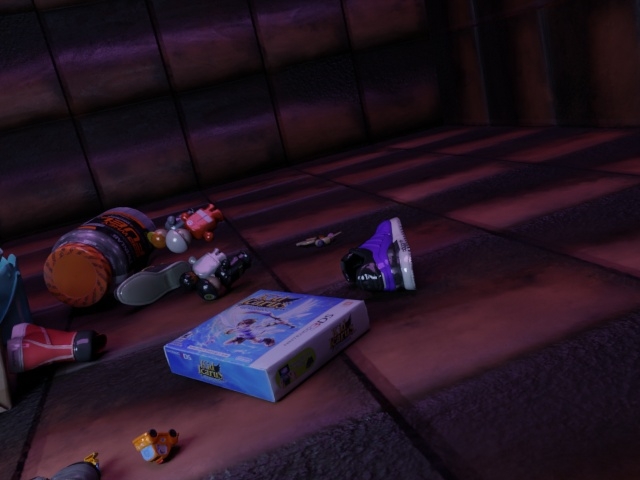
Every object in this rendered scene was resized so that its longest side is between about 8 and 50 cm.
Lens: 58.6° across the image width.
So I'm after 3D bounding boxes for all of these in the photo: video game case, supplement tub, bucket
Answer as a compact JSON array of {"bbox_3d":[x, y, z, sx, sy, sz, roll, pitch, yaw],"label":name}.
[{"bbox_3d":[-0.093,0.166,0.991,0.270,0.061,0.244,1,20,42],"label":"video game case"},{"bbox_3d":[-0.589,0.042,1.554,0.207,0.207,0.338,-11,16,7],"label":"supplement tub"},{"bbox_3d":[-0.857,0.164,1.390,0.282,0.182,0.281,-13,16,4],"label":"bucket"}]

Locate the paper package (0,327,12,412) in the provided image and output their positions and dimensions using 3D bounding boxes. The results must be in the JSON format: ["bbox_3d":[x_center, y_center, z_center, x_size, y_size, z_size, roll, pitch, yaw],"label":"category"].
[{"bbox_3d":[-0.756,0.228,1.027,0.310,0.168,0.325,-11,11,-38],"label":"paper package"}]

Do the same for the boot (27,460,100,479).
[{"bbox_3d":[-0.370,0.335,0.627,0.247,0.083,0.161,-13,8,-19],"label":"boot"}]

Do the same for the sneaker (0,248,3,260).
[{"bbox_3d":[-0.684,0.022,0.974,0.256,0.151,0.094,22,8,-26],"label":"sneaker"}]

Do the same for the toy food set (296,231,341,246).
[{"bbox_3d":[0.000,0.000,1.578,0.122,0.019,0.078,-8,14,45],"label":"toy food set"}]

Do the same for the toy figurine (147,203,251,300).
[{"bbox_3d":[-0.296,0.030,1.370,0.148,0.213,0.210,-42,25,-28],"label":"toy figurine"}]

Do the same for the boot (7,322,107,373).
[{"bbox_3d":[-0.539,0.214,1.176,0.176,0.088,0.244,-4,3,-26],"label":"boot"}]

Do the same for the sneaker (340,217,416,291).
[{"bbox_3d":[0.113,0.031,1.219,0.146,0.102,0.293,-12,16,5],"label":"sneaker"}]

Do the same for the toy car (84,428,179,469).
[{"bbox_3d":[-0.249,0.291,0.761,0.122,0.060,0.040,-27,58,11],"label":"toy car"}]

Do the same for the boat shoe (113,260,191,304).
[{"bbox_3d":[-0.429,0.109,1.439,0.069,0.081,0.228,-5,10,35],"label":"boat shoe"}]
